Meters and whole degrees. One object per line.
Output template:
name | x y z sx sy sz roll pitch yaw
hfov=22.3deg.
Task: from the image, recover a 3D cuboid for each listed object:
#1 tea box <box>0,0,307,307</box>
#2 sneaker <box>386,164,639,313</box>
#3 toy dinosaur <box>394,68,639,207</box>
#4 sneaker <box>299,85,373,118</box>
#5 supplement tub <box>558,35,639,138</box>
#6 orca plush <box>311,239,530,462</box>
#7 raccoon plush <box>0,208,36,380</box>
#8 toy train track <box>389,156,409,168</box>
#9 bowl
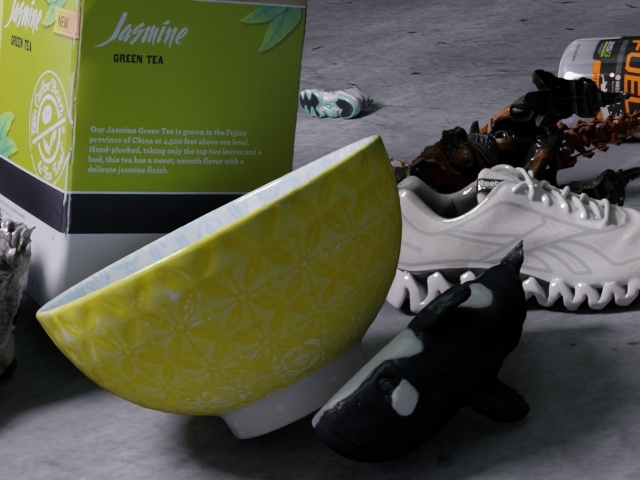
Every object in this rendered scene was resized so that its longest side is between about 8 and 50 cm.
tea box | -0.187 -0.118 1.520 0.220 0.323 0.329 0 12 -28
sneaker | 0.192 -0.006 1.395 0.292 0.118 0.110 -3 17 12
toy dinosaur | 0.197 -0.087 1.610 0.322 0.164 0.218 -42 14 -23
sneaker | 0.025 -0.187 2.160 0.098 0.038 0.069 17 28 35
supplement tub | 0.371 -0.171 1.813 0.190 0.117 0.117 1 20 29
orca plush | 0.107 0.104 1.204 0.151 0.102 0.287 -50 -11 23
raccoon plush | -0.446 -0.021 1.369 0.446 0.216 0.299 28 -9 -21
toy train track | 0.096 -0.089 1.856 0.048 0.014 0.083 -17 19 -25
bowl | -0.048 0.053 1.211 0.289 0.156 0.289 -28 5 3
